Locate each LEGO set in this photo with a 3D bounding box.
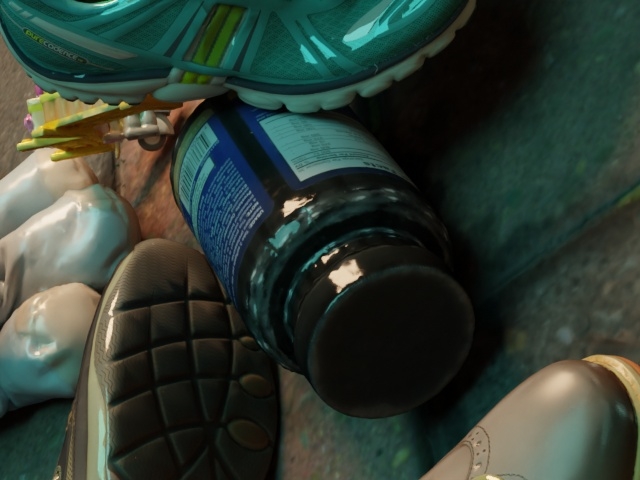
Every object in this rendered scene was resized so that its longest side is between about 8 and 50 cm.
[{"bbox_3d":[-0.142,-0.124,1.106,0.287,0.132,0.107,158,102,-73],"label":"LEGO set"}]

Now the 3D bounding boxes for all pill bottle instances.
[{"bbox_3d":[0.000,0.000,0.932,0.123,0.122,0.219,-51,35,12],"label":"pill bottle"}]

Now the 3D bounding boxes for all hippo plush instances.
[{"bbox_3d":[-0.298,0.017,1.202,0.294,0.236,0.234,-34,42,33],"label":"hippo plush"}]

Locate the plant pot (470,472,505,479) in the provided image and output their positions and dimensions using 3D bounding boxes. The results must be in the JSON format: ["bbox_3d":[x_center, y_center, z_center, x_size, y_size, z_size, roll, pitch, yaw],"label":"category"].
[{"bbox_3d":[0.084,0.248,0.580,0.212,0.187,0.212,-47,36,19],"label":"plant pot"}]

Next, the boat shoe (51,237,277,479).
[{"bbox_3d":[-0.114,0.158,0.956,0.130,0.132,0.355,-31,42,35],"label":"boat shoe"}]

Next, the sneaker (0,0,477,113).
[{"bbox_3d":[-0.049,-0.136,0.920,0.275,0.110,0.107,-5,54,6],"label":"sneaker"}]

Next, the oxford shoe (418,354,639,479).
[{"bbox_3d":[0.019,0.192,0.754,0.364,0.132,0.130,-54,34,8],"label":"oxford shoe"}]
